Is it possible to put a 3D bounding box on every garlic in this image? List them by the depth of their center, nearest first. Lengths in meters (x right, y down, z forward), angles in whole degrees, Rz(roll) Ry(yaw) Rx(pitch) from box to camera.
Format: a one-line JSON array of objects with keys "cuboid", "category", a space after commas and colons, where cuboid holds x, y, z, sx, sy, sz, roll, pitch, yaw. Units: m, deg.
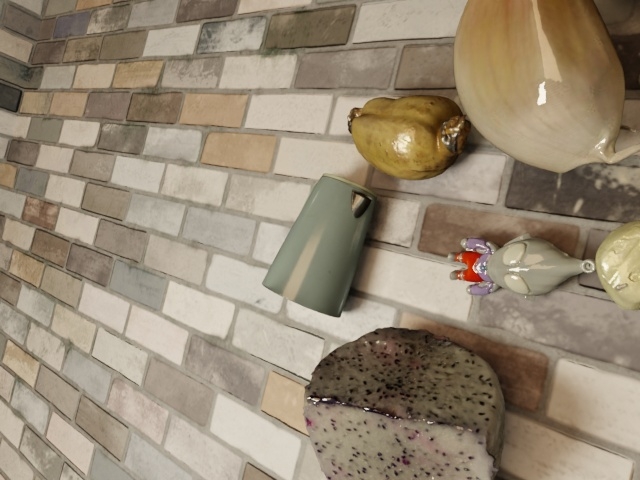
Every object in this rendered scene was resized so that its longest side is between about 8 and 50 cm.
[{"cuboid": [0.338, -0.249, 0.717, 0.246, 0.231, 0.340, -40, 73, 53], "category": "garlic"}]

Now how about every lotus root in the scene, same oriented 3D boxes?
[{"cuboid": [0.156, -0.186, 0.892, 0.154, 0.140, 0.257, -47, 43, -15], "category": "lotus root"}]

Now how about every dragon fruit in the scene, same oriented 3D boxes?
[{"cuboid": [0.138, 0.281, 0.786, 0.282, 0.204, 0.221, 3, 111, 26], "category": "dragon fruit"}]

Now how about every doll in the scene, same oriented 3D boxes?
[{"cuboid": [0.300, 0.039, 0.781, 0.227, 0.075, 0.102, 0, 98, 48], "category": "doll"}]

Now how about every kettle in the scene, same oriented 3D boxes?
[{"cuboid": [0.000, 0.000, 0.985, 0.210, 0.160, 0.243, 17, 83, 66], "category": "kettle"}]

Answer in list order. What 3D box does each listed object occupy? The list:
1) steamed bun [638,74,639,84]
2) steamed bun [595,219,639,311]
[{"cuboid": [0.515, -0.220, 0.588, 0.276, 0.203, 0.289, 31, 99, 36], "category": "steamed bun"}, {"cuboid": [0.429, 0.029, 0.671, 0.130, 0.091, 0.112, -28, 75, 13], "category": "steamed bun"}]
